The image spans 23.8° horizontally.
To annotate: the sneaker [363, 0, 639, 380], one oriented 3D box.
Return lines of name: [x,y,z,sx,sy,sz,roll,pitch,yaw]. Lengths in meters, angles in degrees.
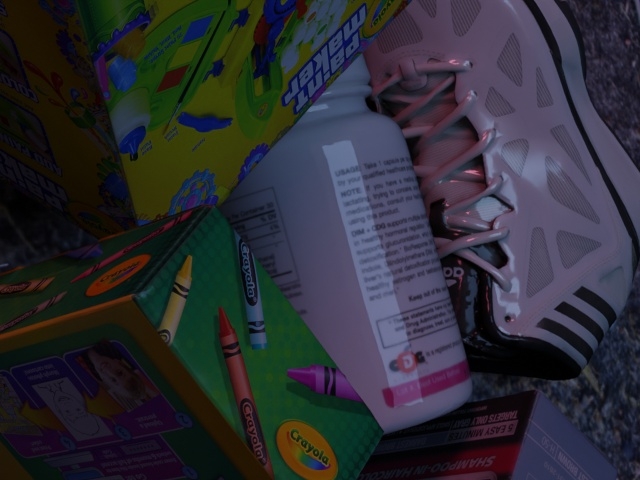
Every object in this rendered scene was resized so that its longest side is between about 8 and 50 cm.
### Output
sneaker: [0.126,-0.057,1.248,0.447,0.169,0.257,50,46,-26]

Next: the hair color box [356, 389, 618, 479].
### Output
hair color box: [0.064,0.296,1.063,0.113,0.185,0.374,44,50,-28]

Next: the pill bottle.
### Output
pill bottle: [0.000,0.000,1.108,0.160,0.160,0.283,-14,88,-47]

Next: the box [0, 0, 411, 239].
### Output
box: [-0.093,-0.192,0.917,0.290,0.177,0.279,-48,153,-26]

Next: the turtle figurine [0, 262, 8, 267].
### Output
turtle figurine: [-0.280,-0.054,0.845,0.234,0.118,0.175,6,73,-25]

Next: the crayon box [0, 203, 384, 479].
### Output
crayon box: [-0.121,0.093,0.868,0.165,0.278,0.081,54,47,-20]
